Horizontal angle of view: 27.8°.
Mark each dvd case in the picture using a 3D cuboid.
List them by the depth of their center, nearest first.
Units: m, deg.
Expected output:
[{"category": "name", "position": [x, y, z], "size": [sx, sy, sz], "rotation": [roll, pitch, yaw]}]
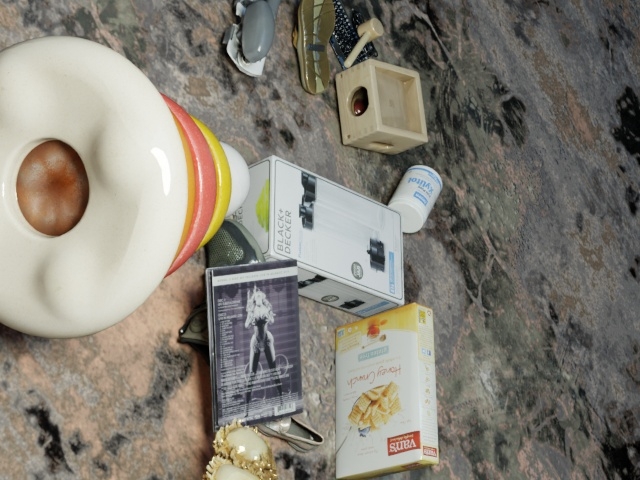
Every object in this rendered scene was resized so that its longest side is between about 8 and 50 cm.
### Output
[{"category": "dvd case", "position": [-0.089, 0.141, 1.776], "size": [0.164, 0.018, 0.221], "rotation": [-6, 96, -47]}]

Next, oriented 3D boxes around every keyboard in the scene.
[{"category": "keyboard", "position": [0.052, -0.363, 2.237], "size": [0.100, 0.038, 0.192], "rotation": [-35, 101, -48]}]

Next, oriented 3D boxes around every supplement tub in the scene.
[{"category": "supplement tub", "position": [0.160, -0.072, 2.204], "size": [0.071, 0.071, 0.107], "rotation": [49, 43, -21]}]

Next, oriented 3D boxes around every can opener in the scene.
[{"category": "can opener", "position": [-0.084, -0.383, 2.055], "size": [0.076, 0.095, 0.283], "rotation": [35, 51, -33]}]

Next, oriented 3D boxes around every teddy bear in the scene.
[{"category": "teddy bear", "position": [-0.067, 0.399, 1.707], "size": [0.338, 0.113, 0.245], "rotation": [58, 12, -36]}]

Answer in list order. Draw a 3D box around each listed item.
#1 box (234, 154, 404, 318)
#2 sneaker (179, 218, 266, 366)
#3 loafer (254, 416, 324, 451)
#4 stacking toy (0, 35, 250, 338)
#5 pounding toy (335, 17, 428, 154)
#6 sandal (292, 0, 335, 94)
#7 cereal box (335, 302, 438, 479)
[{"category": "box", "position": [0.000, 0.000, 1.989], "size": [0.290, 0.087, 0.169], "rotation": [23, 58, -39]}, {"category": "sneaker", "position": [-0.137, 0.078, 1.810], "size": [0.130, 0.087, 0.227], "rotation": [3, 77, -53]}, {"category": "loafer", "position": [-0.047, 0.266, 1.862], "size": [0.125, 0.039, 0.045], "rotation": [34, 52, -33]}, {"category": "stacking toy", "position": [-0.233, -0.066, 1.674], "size": [0.480, 0.351, 0.350], "rotation": [-4, 76, -67]}, {"category": "pounding toy", "position": [0.076, -0.262, 2.173], "size": [0.181, 0.094, 0.206], "rotation": [8, 70, -44]}, {"category": "sandal", "position": [-0.017, -0.329, 2.146], "size": [0.072, 0.049, 0.180], "rotation": [5, 85, -40]}, {"category": "cereal box", "position": [0.095, 0.228, 1.930], "size": [0.047, 0.173, 0.240], "rotation": [22, 58, -40]}]
